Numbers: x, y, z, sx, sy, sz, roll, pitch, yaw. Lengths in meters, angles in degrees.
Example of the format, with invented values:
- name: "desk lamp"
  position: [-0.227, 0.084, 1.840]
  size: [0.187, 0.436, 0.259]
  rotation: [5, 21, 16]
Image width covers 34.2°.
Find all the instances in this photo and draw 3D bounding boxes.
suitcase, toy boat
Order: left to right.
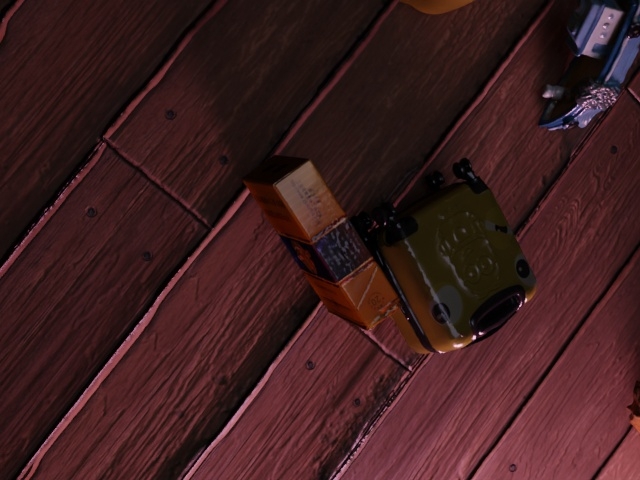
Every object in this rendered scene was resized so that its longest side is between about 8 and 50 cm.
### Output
- name: "suitcase"
  position: [0.170, 0.032, 1.456]
  size: [0.194, 0.143, 0.234]
  rotation: [-30, 94, -30]
- name: "toy boat"
  position: [0.384, -0.258, 1.508]
  size: [0.098, 0.109, 0.237]
  rotation: [11, 125, -15]

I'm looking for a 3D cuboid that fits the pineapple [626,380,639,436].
- name: "pineapple"
  position: [0.652, 0.191, 1.642]
  size: [0.223, 0.223, 0.357]
  rotation: [43, 73, -19]

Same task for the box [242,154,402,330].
- name: "box"
  position: [-0.001, 0.000, 1.395]
  size: [0.070, 0.152, 0.237]
  rotation: [-38, 107, -12]

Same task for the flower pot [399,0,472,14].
- name: "flower pot"
  position: [0.187, -0.410, 1.402]
  size: [0.195, 0.179, 0.195]
  rotation: [-3, 99, -21]
